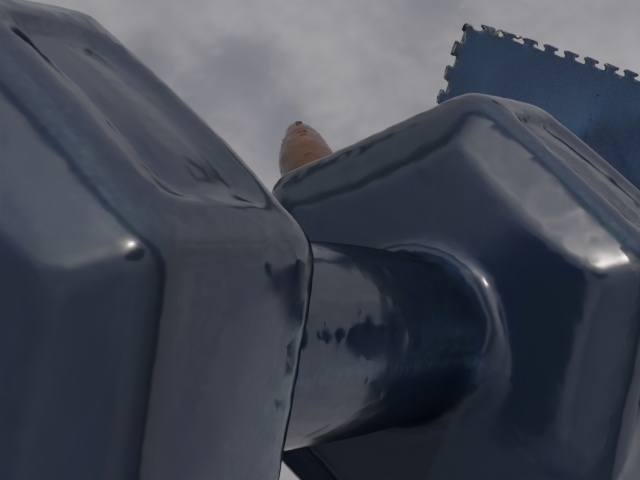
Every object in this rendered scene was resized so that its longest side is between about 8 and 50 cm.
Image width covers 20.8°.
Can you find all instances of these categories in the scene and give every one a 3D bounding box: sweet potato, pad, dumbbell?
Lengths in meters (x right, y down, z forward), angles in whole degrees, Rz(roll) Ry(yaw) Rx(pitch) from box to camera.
[{"bbox_3d":[0.001,-0.038,1.544,0.057,0.264,0.057,-7,123,-11],"label":"sweet potato"},{"bbox_3d":[0.191,-0.024,1.460,0.012,0.269,0.270,32,105,64],"label":"pad"},{"bbox_3d":[-0.015,0.028,0.467,0.160,0.325,0.144,-22,77,30],"label":"dumbbell"}]
